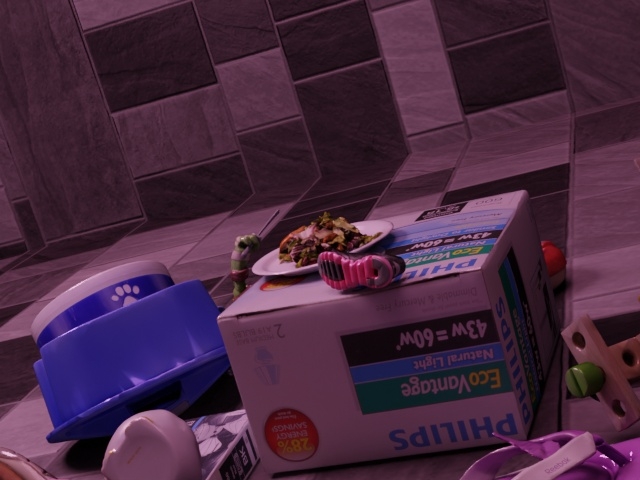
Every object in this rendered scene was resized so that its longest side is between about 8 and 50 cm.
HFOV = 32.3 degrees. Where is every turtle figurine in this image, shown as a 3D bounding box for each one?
[{"bbox_3d":[-0.060,0.067,1.969,0.275,0.197,0.266,-24,14,-13],"label":"turtle figurine"}]

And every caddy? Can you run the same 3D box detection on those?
[{"bbox_3d":[-0.281,0.205,1.728,0.341,0.179,0.241,-24,-8,-24],"label":"caddy"}]

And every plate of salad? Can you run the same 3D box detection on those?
[{"bbox_3d":[0.000,0.000,1.488,0.200,0.048,0.200,-16,12,3],"label":"plate of salad"}]

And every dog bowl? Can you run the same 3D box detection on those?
[{"bbox_3d":[-0.371,0.149,1.967,0.265,0.104,0.265,-27,-17,-9],"label":"dog bowl"}]

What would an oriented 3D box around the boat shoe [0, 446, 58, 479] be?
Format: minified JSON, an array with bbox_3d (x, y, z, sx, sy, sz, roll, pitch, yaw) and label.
[{"bbox_3d":[-0.317,0.326,1.246,0.324,0.123,0.116,16,65,42],"label":"boat shoe"}]

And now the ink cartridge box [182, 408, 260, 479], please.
[{"bbox_3d":[-0.190,0.315,1.386,0.166,0.065,0.332,-13,14,17],"label":"ink cartridge box"}]

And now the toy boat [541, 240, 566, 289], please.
[{"bbox_3d":[0.276,0.031,1.779,0.231,0.151,0.151,-24,14,-28],"label":"toy boat"}]

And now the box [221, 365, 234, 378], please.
[{"bbox_3d":[-0.136,0.205,1.879,0.083,0.018,0.067,-22,14,-21],"label":"box"}]

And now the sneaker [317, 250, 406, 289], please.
[{"bbox_3d":[0.050,0.031,1.311,0.119,0.047,0.057,6,19,42],"label":"sneaker"}]

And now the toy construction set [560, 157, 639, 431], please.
[{"bbox_3d":[0.371,0.060,1.161,0.237,0.308,0.257,-13,2,-21],"label":"toy construction set"}]

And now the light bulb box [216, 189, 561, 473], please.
[{"bbox_3d":[0.109,0.113,1.483,0.358,0.225,0.361,-12,13,21],"label":"light bulb box"}]

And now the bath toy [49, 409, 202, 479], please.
[{"bbox_3d":[-0.250,0.303,1.091,0.348,0.151,0.129,-45,-20,-2],"label":"bath toy"}]

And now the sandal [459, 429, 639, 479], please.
[{"bbox_3d":[0.179,0.247,1.090,0.417,0.102,0.169,-16,13,1],"label":"sandal"}]
